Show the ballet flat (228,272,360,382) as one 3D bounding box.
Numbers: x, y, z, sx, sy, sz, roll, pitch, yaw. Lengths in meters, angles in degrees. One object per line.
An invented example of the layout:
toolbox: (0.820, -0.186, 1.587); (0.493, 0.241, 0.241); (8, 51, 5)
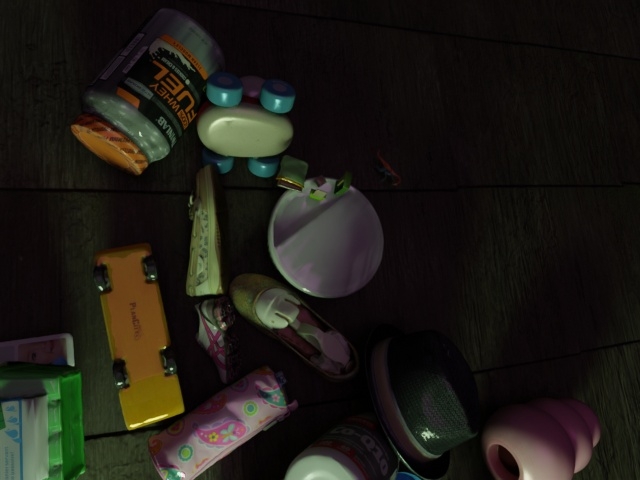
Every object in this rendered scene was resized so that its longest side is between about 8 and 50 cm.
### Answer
ballet flat: (-0.048, 0.188, 0.957); (0.348, 0.123, 0.123); (42, 69, -6)

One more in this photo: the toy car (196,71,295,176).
toy car: (-0.178, -0.308, 1.002); (0.210, 0.219, 0.238); (1, 49, -18)

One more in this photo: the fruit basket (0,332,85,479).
fruit basket: (-0.593, 0.339, 0.714); (0.352, 0.165, 0.327); (-4, 80, -16)

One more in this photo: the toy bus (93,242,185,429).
toy bus: (-0.350, 0.180, 0.846); (0.108, 0.130, 0.333); (-12, 83, -20)

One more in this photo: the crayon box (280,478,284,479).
crayon box: (-0.078, 0.614, 0.828); (0.202, 0.081, 0.319); (-24, 87, 10)

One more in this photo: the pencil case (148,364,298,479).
pencil case: (-0.190, 0.367, 0.867); (0.284, 0.124, 0.124); (-28, 89, -21)

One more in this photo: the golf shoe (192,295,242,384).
golf shoe: (-0.220, 0.215, 0.928); (0.085, 0.067, 0.186); (-11, 88, 13)

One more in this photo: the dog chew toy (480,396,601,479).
dog chew toy: (0.556, 0.485, 1.065); (0.331, 0.206, 0.207); (-8, 81, -29)

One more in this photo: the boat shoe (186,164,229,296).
boat shoe: (-0.252, -0.022, 0.936); (0.089, 0.104, 0.286); (-5, 81, 3)

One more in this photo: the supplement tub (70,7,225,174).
supplement tub: (-0.356, -0.306, 0.913); (0.193, 0.193, 0.316); (31, 71, -10)

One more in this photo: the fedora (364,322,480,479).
fedora: (0.236, 0.316, 0.930); (0.334, 0.152, 0.334); (38, 33, -31)

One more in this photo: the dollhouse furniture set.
dollhouse furniture set: (-0.014, -0.136, 0.931); (0.151, 0.058, 0.076); (17, 72, -14)

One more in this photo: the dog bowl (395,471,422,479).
dog bowl: (0.119, 0.639, 0.941); (0.166, 0.074, 0.297); (47, 68, -5)

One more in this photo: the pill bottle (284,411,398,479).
pill bottle: (0.060, 0.440, 0.842); (0.161, 0.283, 0.162); (-2, 85, 23)

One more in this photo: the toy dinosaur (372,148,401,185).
toy dinosaur: (0.175, -0.180, 1.135); (0.082, 0.090, 0.047); (27, 50, 35)

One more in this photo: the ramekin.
ramekin: (0.000, 0.000, 1.006); (0.272, 0.127, 0.273); (4, 78, -18)
